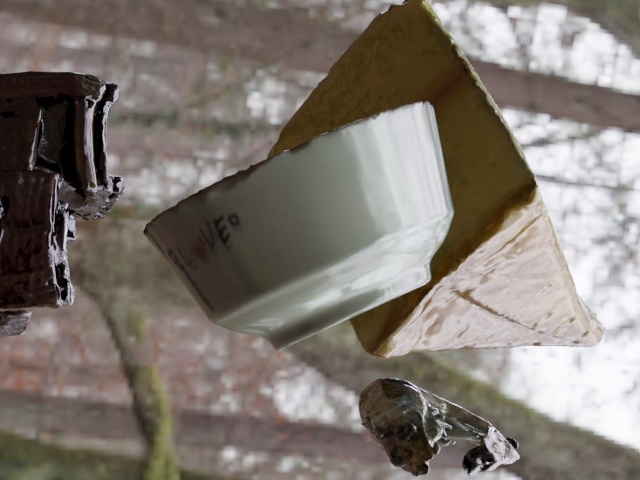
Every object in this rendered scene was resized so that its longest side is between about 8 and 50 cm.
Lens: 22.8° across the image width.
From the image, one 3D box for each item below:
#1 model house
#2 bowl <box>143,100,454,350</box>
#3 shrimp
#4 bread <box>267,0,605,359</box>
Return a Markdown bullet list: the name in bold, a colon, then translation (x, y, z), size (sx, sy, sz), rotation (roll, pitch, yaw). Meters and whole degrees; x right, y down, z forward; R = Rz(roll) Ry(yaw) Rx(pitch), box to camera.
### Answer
- **model house**: translation (-0.340, 0.027, 1.503), size (0.297, 0.317, 0.283), rotation (91, -2, -61)
- **bowl**: translation (0.000, 0.000, 1.048), size (0.112, 0.211, 0.211), rotation (65, -29, 2)
- **shrimp**: translation (0.087, 0.140, 1.138), size (0.223, 0.126, 0.048), rotation (-77, -173, -85)
- **bread**: translation (0.167, -0.040, 1.432), size (0.245, 0.361, 0.233), rotation (-47, -123, 30)
